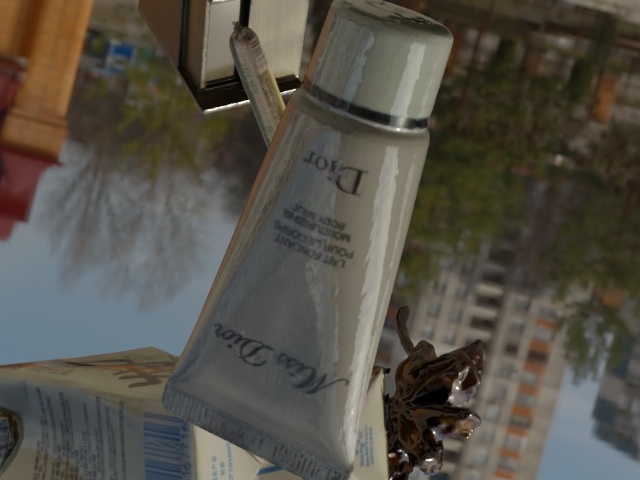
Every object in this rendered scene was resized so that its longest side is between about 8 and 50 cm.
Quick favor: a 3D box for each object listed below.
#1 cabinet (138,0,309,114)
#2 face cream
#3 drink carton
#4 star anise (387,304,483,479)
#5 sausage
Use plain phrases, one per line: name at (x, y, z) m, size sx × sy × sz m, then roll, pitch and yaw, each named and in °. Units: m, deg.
cabinet at (-0.110, -0.294, 1.741) m, size 0.148 × 0.175 × 0.215 m, roll -14°, pitch -130°, yaw -21°
face cream at (0.000, 0.000, 0.940) m, size 0.143 × 0.314 × 0.089 m, roll 22°, pitch -160°, yaw 13°
drink carton at (-0.117, 0.161, 1.176) m, size 0.194 × 0.132 × 0.324 m, roll -4°, pitch -178°, yaw -42°
star anise at (0.091, 0.132, 1.294) m, size 0.073 × 0.234 × 0.177 m, roll 41°, pitch 144°, yaw -25°
sausage at (-0.039, -0.100, 1.462) m, size 0.032 × 0.269 × 0.033 m, roll -17°, pitch -154°, yaw 9°
